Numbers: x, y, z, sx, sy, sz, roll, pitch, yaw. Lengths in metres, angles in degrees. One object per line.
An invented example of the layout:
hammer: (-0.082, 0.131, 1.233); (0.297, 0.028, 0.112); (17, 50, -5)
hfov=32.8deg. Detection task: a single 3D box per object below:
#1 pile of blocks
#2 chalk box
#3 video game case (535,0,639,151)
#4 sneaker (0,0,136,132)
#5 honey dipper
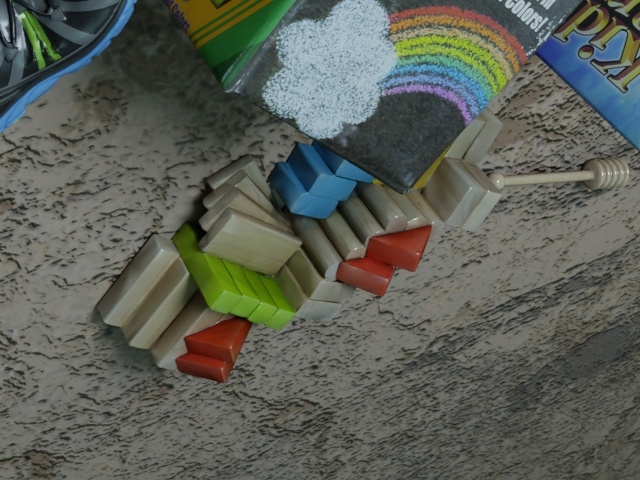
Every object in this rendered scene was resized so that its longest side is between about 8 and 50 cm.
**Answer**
pile of blocks: (0.000, 0.000, 0.870); (0.362, 0.113, 0.149); (-34, 141, -2)
chalk box: (0.056, -0.209, 0.646); (0.289, 0.179, 0.180); (-48, 138, 15)
video game case: (0.214, -0.213, 0.677); (0.061, 0.269, 0.244); (20, 117, -44)
sneaker: (-0.179, -0.132, 0.644); (0.188, 0.067, 0.078); (-40, 147, 12)
honey dipper: (0.225, -0.059, 1.036); (0.160, 0.030, 0.030); (-7, 134, -27)
